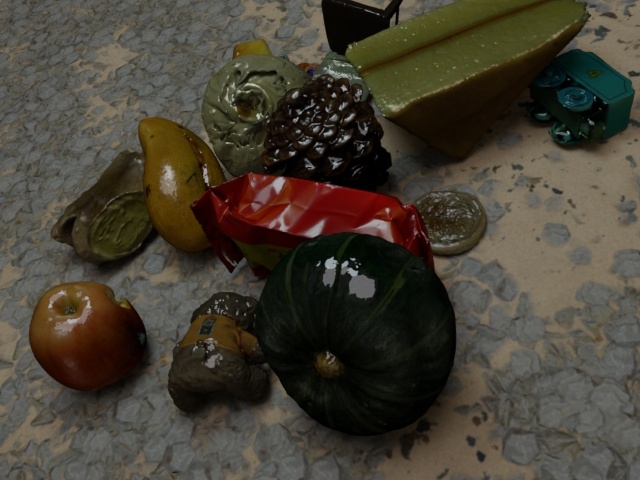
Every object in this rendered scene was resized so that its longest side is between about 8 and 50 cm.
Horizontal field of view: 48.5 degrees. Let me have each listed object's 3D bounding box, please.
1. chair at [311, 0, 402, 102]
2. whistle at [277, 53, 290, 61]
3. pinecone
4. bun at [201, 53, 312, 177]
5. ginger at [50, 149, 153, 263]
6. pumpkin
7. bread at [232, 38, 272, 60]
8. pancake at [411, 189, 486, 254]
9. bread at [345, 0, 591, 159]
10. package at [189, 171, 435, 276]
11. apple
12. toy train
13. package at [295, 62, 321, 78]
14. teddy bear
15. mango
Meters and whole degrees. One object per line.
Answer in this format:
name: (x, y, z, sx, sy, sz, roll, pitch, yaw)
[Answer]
chair: (0.070, -0.415, 1.507, 0.160, 0.186, 0.319, 25, 61, 18)
whistle: (-0.087, -0.408, 1.645, 0.035, 0.035, 0.100, -12, 36, 10)
pinecone: (0.010, -0.161, 1.270, 0.224, 0.273, 0.224, -14, 49, 16)
bun: (-0.116, -0.253, 1.405, 0.259, 0.152, 0.260, -1, 82, 8)
ginger: (-0.422, -0.077, 1.450, 0.275, 0.130, 0.221, -35, 44, -11)
pumpkin: (0.052, 0.131, 1.019, 0.300, 0.301, 0.207, 6, 27, 23)
bread: (-0.138, -0.353, 1.586, 0.094, 0.102, 0.246, -18, 51, -3)
pancake: (0.217, -0.035, 1.259, 0.151, 0.025, 0.152, -9, 52, 11)
bread: (0.268, -0.365, 1.292, 0.362, 0.244, 0.233, -45, 45, 22)
package: (0.001, 0.001, 1.195, 0.423, 0.196, 0.123, 10, 55, 26)
apple: (-0.403, 0.158, 1.222, 0.199, 0.199, 0.199, -10, 51, 12)
toy train: (0.471, -0.264, 1.304, 0.154, 0.107, 0.198, -23, 49, -10)
package: (-0.035, -0.379, 1.610, 0.110, 0.033, 0.077, 9, 66, 30)
teddy bear: (-0.169, 0.169, 1.169, 0.176, 0.140, 0.190, -9, 43, 16)
mango: (-0.262, -0.117, 1.375, 0.120, 0.177, 0.295, -31, 68, 41)
